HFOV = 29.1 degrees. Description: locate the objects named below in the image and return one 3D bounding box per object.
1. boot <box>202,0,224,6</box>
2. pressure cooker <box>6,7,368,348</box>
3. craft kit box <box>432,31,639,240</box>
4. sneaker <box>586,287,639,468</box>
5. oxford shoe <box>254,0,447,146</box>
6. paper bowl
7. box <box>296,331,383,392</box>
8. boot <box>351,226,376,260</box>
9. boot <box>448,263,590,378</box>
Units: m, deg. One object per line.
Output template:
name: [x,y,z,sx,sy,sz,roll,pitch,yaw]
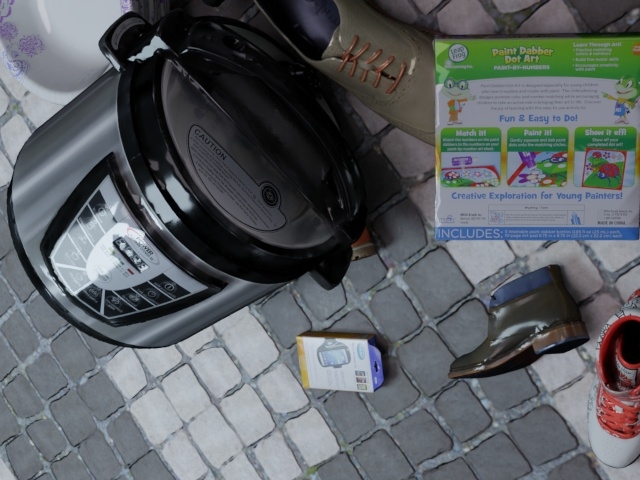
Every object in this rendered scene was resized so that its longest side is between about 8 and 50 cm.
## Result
boot: [-0.163,-0.470,1.564,0.260,0.131,0.348,42,158,1]
pressure cooker: [-0.161,-0.088,1.607,0.420,0.369,0.376,-29,65,37]
craft kit box: [0.258,-0.123,1.479,0.249,0.061,0.247,1,109,6]
sneaker: [0.367,0.181,1.507,0.090,0.145,0.270,24,116,23]
oxford shoe: [0.068,-0.220,1.565,0.397,0.146,0.140,36,118,16]
paper bowl: [-0.337,-0.344,1.778,0.284,0.148,0.284,10,110,28]
box: [0.033,0.175,1.783,0.136,0.028,0.081,0,105,29]
boot: [0.000,0.000,1.736,0.158,0.059,0.085,-18,86,30]
boot: [0.248,0.112,1.618,0.219,0.082,0.106,-26,68,39]
